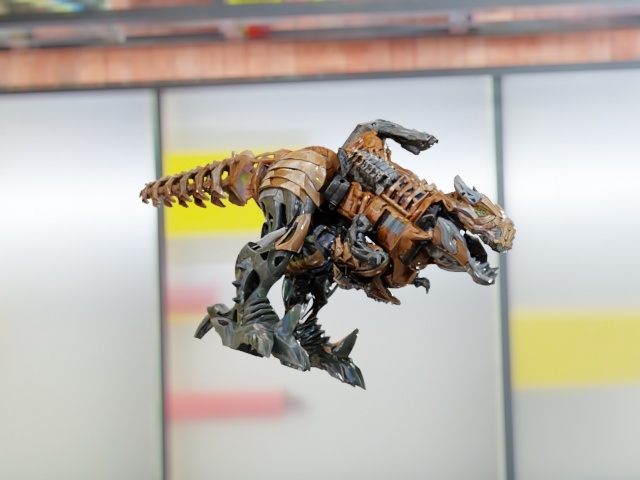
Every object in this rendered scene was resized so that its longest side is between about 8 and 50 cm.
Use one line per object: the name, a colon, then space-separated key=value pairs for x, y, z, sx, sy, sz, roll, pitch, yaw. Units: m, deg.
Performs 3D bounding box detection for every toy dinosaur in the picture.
toy dinosaur: x=0.000 y=0.000 z=1.505 sx=0.164 sy=0.322 sz=0.218 roll=20 pitch=84 yaw=-42
